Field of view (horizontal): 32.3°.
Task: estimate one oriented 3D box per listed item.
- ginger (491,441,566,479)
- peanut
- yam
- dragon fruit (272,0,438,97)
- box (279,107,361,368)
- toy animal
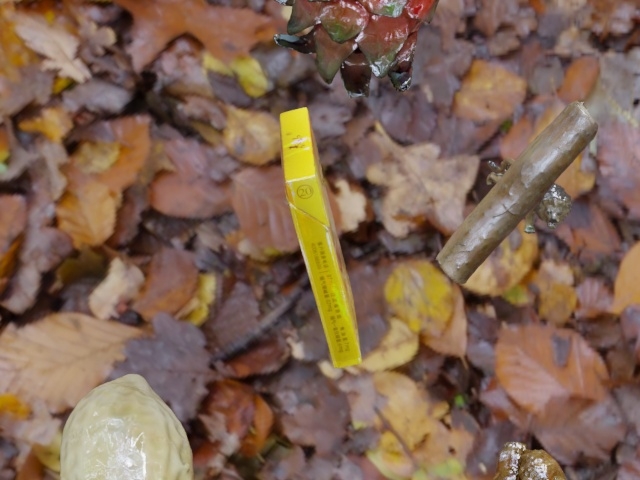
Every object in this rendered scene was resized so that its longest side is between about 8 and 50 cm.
[{"bbox_3d":[0.209,0.280,1.119,0.103,0.073,0.162,-20,58,49],"label":"ginger"},{"bbox_3d":[-0.186,0.255,1.014,0.149,0.149,0.313,-12,48,7],"label":"peanut"},{"bbox_3d":[0.212,-0.048,1.191,0.057,0.057,0.241,47,112,24],"label":"yam"},{"bbox_3d":[0.035,-0.201,0.901,0.121,0.142,0.130,12,48,-25],"label":"dragon fruit"},{"bbox_3d":[0.000,0.000,1.274,0.043,0.269,0.152,-13,35,3],"label":"box"},{"bbox_3d":[0.291,-0.068,1.544,0.069,0.086,0.220,-25,30,-13],"label":"toy animal"}]
